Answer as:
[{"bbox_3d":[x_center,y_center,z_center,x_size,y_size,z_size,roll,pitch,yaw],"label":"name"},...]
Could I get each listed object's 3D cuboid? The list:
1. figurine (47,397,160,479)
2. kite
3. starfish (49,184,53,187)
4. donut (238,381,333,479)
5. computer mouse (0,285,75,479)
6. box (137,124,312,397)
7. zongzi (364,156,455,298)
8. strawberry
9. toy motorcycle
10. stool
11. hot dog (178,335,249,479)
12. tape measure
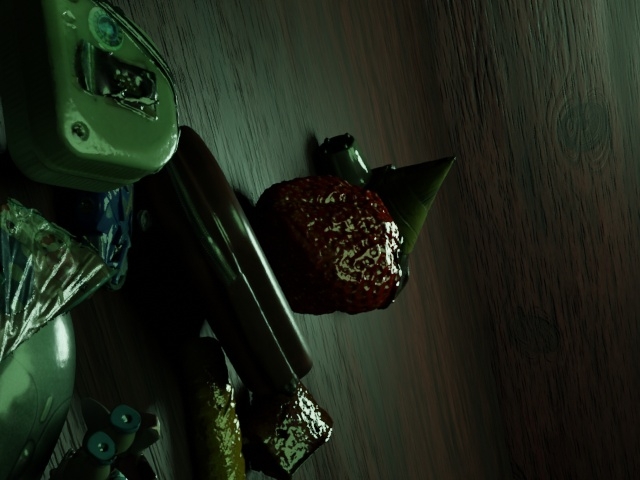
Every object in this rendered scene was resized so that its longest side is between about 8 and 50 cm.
[{"bbox_3d":[-0.226,0.254,1.155,0.260,0.102,0.205,-55,-169,54],"label":"figurine"},{"bbox_3d":[-0.321,-0.025,1.119,0.406,0.014,0.368,40,29,-48],"label":"kite"},{"bbox_3d":[-0.309,-0.169,1.320,0.217,0.050,0.224,28,52,-59],"label":"starfish"},{"bbox_3d":[-0.053,0.278,1.821,0.186,0.144,0.126,-45,109,-37],"label":"donut"},{"bbox_3d":[-0.301,0.175,1.145,0.167,0.090,0.379,47,41,-60],"label":"computer mouse"},{"bbox_3d":[-0.129,0.032,1.562,0.263,0.108,0.404,57,-7,46],"label":"box"},{"bbox_3d":[0.163,-0.023,2.337,0.138,0.300,0.286,10,74,-38],"label":"zongzi"},{"bbox_3d":[0.000,0.000,1.927,0.288,0.250,0.239,30,58,-37],"label":"strawberry"},{"bbox_3d":[-0.253,-0.038,1.369,0.114,0.076,0.205,-14,107,-73],"label":"toy motorcycle"},{"bbox_3d":[0.046,-0.151,2.334,0.096,0.096,0.110,-73,146,-52],"label":"stool"},{"bbox_3d":[-0.147,0.270,1.641,0.088,0.061,0.286,-29,110,-59],"label":"hot dog"},{"bbox_3d":[-0.241,-0.178,1.259,0.207,0.115,0.235,7,67,-51],"label":"tape measure"}]
